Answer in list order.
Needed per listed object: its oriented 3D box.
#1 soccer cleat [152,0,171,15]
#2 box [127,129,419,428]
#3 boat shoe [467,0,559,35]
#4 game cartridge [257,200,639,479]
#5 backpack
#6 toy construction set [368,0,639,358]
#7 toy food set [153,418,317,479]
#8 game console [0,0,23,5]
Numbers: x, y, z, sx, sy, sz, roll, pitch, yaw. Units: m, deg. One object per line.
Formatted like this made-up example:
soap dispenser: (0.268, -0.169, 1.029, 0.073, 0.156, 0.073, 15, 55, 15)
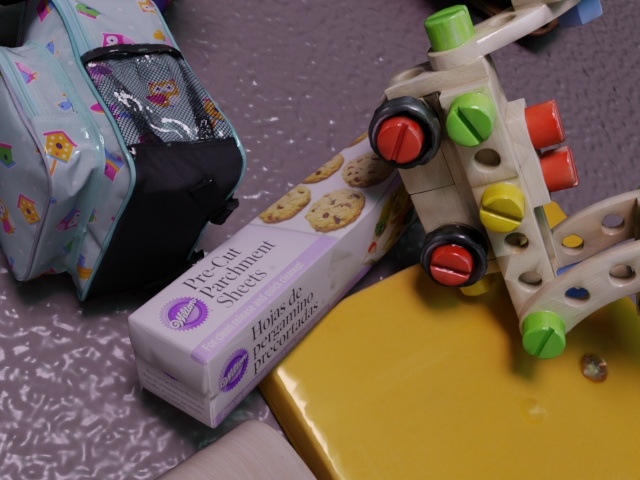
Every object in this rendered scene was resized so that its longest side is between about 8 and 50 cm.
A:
soccer cleat: (-0.152, -0.278, 0.673, 0.117, 0.108, 0.318, 5, 56, -24)
box: (0.000, 0.000, 0.557, 0.067, 0.063, 0.324, 24, 43, 26)
boat shoe: (0.148, -0.340, 0.825, 0.324, 0.122, 0.119, 32, 57, 0)
game cartridge: (0.148, 0.138, 0.578, 0.324, 0.052, 0.285, -23, 71, -29)
backpack: (-0.153, -0.071, 0.505, 0.145, 0.166, 0.188, -5, 58, -31)
toy construction set: (0.162, -0.060, 0.520, 0.151, 0.215, 0.327, -43, 117, -62)
toy food set: (-0.043, 0.271, 0.400, 0.220, 0.092, 0.306, -27, 65, -32)
game console: (-0.265, -0.270, 0.563, 0.362, 0.043, 0.213, 23, 52, 25)
